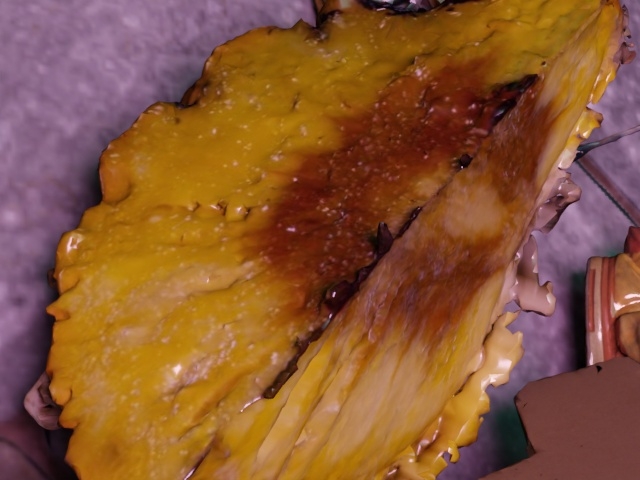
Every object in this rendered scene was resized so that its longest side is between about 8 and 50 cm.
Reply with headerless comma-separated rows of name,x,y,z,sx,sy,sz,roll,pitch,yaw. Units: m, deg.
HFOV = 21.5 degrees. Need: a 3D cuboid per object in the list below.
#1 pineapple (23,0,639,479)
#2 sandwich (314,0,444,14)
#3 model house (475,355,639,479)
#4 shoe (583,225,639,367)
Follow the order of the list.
pineapple,0.001,0.004,0.685,0.334,0.161,0.158,-55,142,-24
sandwich,0.050,-0.103,0.813,0.105,0.036,0.093,-14,76,-35
model house,0.158,0.186,0.689,0.180,0.176,0.248,-21,115,-4
shoe,0.156,0.053,0.783,0.069,0.072,0.109,2,54,12
